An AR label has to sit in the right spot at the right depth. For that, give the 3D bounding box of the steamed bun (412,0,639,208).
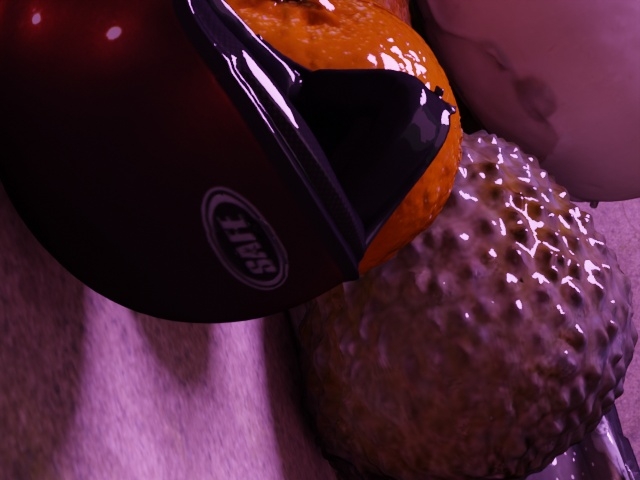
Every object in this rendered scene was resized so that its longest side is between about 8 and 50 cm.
[{"bbox_3d":[0.235,-0.226,1.148,0.374,0.241,0.374,37,38,-36],"label":"steamed bun"}]

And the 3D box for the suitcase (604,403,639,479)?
[{"bbox_3d":[0.229,0.267,1.465,0.128,0.202,0.312,60,16,-47],"label":"suitcase"}]

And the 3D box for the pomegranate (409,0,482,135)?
[{"bbox_3d":[0.091,-0.126,1.315,0.302,0.236,0.236,20,51,-56],"label":"pomegranate"}]

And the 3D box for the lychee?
[{"bbox_3d":[0.095,0.061,1.017,0.255,0.255,0.274,-51,121,-77],"label":"lychee"}]

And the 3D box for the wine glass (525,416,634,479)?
[{"bbox_3d":[0.145,0.205,1.144,0.111,0.204,0.111,-21,90,-83],"label":"wine glass"}]

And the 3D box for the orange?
[{"bbox_3d":[-0.014,-0.068,0.827,0.193,0.193,0.161,-90,-165,-58],"label":"orange"}]

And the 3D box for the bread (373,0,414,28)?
[{"bbox_3d":[-0.034,-0.206,1.015,0.312,0.172,0.312,-14,90,-83],"label":"bread"}]

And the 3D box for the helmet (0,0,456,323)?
[{"bbox_3d":[-0.049,-0.064,0.630,0.189,0.193,0.216,59,6,-42],"label":"helmet"}]
